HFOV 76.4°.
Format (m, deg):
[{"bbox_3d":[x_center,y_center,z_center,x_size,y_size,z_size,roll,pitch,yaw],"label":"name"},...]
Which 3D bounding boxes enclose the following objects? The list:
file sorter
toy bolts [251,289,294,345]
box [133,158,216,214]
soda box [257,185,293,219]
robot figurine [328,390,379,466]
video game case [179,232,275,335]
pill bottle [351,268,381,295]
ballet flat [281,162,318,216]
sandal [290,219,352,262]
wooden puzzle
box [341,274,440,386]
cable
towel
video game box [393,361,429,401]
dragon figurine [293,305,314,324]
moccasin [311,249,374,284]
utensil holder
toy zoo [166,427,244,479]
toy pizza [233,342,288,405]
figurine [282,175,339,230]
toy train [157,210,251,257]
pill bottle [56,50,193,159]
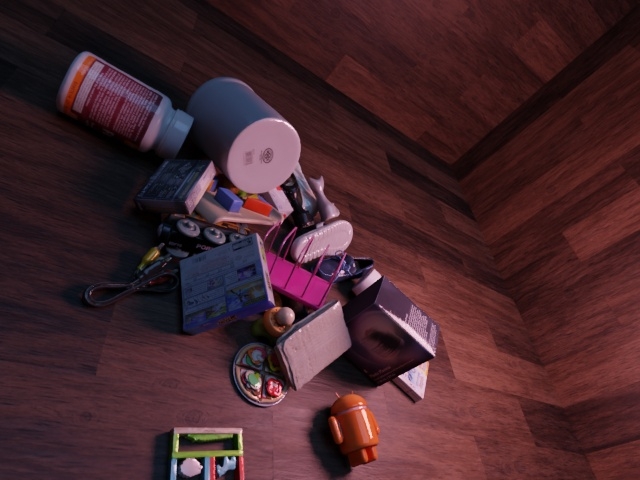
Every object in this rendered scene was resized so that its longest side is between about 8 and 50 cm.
[{"bbox_3d":[-0.077,0.078,1.462,0.290,0.182,0.202,27,24,2],"label":"file sorter"},{"bbox_3d":[-0.189,0.199,1.344,0.228,0.158,0.218,31,38,-21],"label":"toy bolts"},{"bbox_3d":[-0.475,-0.183,1.346,0.183,0.056,0.231,4,45,10],"label":"box"},{"bbox_3d":[-0.234,-0.214,1.759,0.091,0.098,0.286,-6,59,-49],"label":"soda box"},{"bbox_3d":[0.108,0.592,1.297,0.158,0.128,0.219,-14,59,-7],"label":"robot figurine"},{"bbox_3d":[-0.289,0.130,1.237,0.061,0.269,0.244,63,9,-55],"label":"video game case"},{"bbox_3d":[0.276,0.272,1.755,0.283,0.161,0.161,47,35,2],"label":"pill bottle"},{"bbox_3d":[-0.141,-0.278,1.903,0.139,0.139,0.400,-9,65,-50],"label":"ballet flat"},{"bbox_3d":[0.004,-0.014,1.790,0.102,0.169,0.416,27,23,31],"label":"sandal"},{"bbox_3d":[-0.339,-0.170,1.505,0.322,0.080,0.348,39,24,28],"label":"wooden puzzle"},{"bbox_3d":[0.226,0.343,1.517,0.294,0.296,0.183,42,36,-5],"label":"box"},{"bbox_3d":[-0.531,0.126,1.176,0.287,0.072,0.139,-39,108,-42],"label":"cable"},{"bbox_3d":[-0.018,0.339,1.331,0.282,0.049,0.187,-28,111,-35],"label":"towel"},{"bbox_3d":[0.362,0.529,1.691,0.187,0.048,0.205,45,35,-7],"label":"video game box"},{"bbox_3d":[-0.038,0.291,1.474,0.085,0.144,0.289,3,34,-43],"label":"dragon figurine"},{"bbox_3d":[0.102,0.103,1.777,0.342,0.117,0.138,-6,60,-49],"label":"moccasin"},{"bbox_3d":[-0.300,-0.407,1.582,0.327,0.327,0.385,3,33,-45],"label":"utensil holder"},{"bbox_3d":[-0.271,0.605,0.971,0.192,0.030,0.293,18,44,-34],"label":"toy zoo"},{"bbox_3d":[-0.176,0.409,1.261,0.201,0.032,0.201,27,40,-25],"label":"toy pizza"},{"bbox_3d":[-0.046,-0.173,1.795,0.215,0.092,0.209,-20,88,-26],"label":"figurine"},{"bbox_3d":[-0.385,-0.018,1.388,0.334,0.142,0.190,17,31,-31],"label":"toy train"},{"bbox_3d":[-0.670,-0.452,1.429,0.392,0.224,0.224,27,39,-25],"label":"pill bottle"}]
